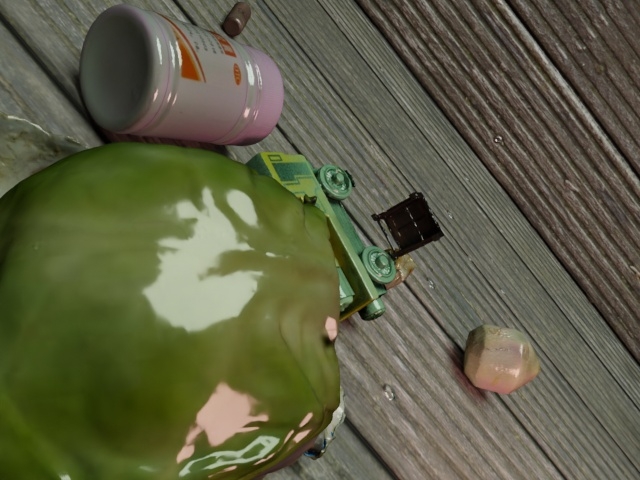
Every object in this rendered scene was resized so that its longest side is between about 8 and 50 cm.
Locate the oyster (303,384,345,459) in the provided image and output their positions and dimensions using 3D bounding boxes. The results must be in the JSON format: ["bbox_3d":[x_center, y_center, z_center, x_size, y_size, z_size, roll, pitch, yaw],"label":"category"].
[{"bbox_3d":[-0.039,0.231,0.848,0.223,0.083,0.214,17,49,-53],"label":"oyster"}]

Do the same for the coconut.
[{"bbox_3d":[0.448,0.290,1.350,0.171,0.183,0.171,8,90,-78],"label":"coconut"}]

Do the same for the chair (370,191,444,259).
[{"bbox_3d":[0.192,-0.033,1.170,0.106,0.113,0.229,64,18,3],"label":"chair"}]

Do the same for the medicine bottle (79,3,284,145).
[{"bbox_3d":[-0.235,-0.278,0.981,0.316,0.202,0.202,-8,66,-58],"label":"medicine bottle"}]

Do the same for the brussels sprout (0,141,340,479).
[{"bbox_3d":[-0.183,0.121,0.514,0.361,0.425,0.342,4,8,-27],"label":"brussels sprout"}]

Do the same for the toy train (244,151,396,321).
[{"bbox_3d":[0.000,0.000,1.088,0.237,0.150,0.369,-11,68,-48],"label":"toy train"}]

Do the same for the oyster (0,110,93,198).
[{"bbox_3d":[-0.329,-0.014,0.702,0.396,0.111,0.204,28,56,-37],"label":"oyster"}]

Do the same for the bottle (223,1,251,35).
[{"bbox_3d":[-0.222,-0.595,1.471,0.053,0.053,0.140,39,34,-24],"label":"bottle"}]

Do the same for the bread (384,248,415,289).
[{"bbox_3d":[0.153,0.066,1.259,0.082,0.106,0.125,55,28,1],"label":"bread"}]
